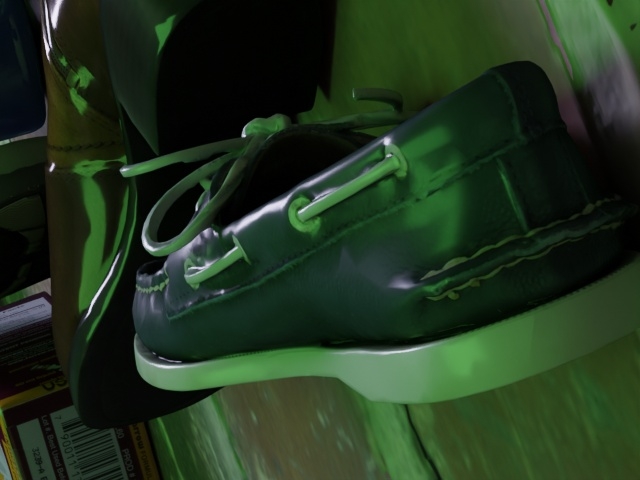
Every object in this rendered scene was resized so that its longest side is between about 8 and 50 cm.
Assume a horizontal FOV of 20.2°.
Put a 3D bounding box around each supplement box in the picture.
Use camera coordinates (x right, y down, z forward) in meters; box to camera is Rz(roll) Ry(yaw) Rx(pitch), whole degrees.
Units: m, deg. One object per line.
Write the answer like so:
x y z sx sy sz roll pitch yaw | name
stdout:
-0.170 0.110 1.112 0.188 0.080 0.104 26 132 64 | supplement box

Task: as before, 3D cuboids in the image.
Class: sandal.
-0.199 -0.014 1.031 0.086 0.120 0.303 64 151 7 | sandal

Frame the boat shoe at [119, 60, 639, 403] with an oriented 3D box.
0.000 0.000 0.520 0.254 0.095 0.079 -6 104 69 | boat shoe

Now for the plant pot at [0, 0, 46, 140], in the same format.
-0.298 -0.177 0.978 0.236 0.236 0.212 52 148 46 | plant pot

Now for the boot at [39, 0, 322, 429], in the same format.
-0.104 -0.094 0.718 0.264 0.096 0.280 94 151 -49 | boot
